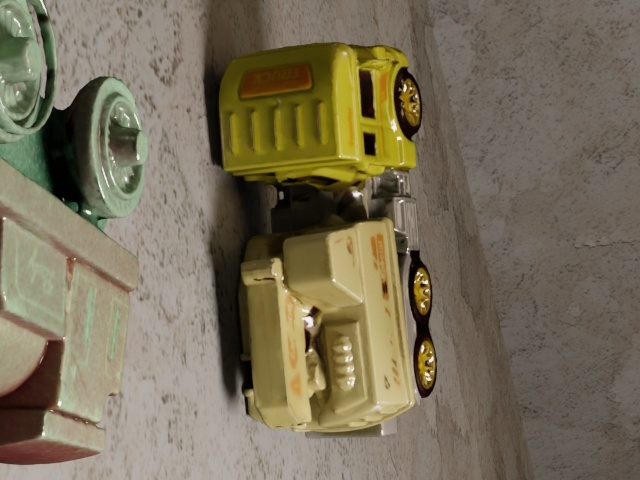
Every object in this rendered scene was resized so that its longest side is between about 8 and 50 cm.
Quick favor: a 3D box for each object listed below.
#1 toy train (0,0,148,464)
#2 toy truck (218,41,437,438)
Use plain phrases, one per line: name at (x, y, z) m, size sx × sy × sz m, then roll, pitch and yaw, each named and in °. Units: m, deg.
toy train at (-0.195, -0.007, 0.747) m, size 0.304 × 0.150 × 0.221 m, roll 49°, pitch 43°, yaw -68°
toy truck at (0.000, 0.000, 1.422) m, size 0.254 × 0.180 × 0.405 m, roll 3°, pitch 83°, yaw -68°
